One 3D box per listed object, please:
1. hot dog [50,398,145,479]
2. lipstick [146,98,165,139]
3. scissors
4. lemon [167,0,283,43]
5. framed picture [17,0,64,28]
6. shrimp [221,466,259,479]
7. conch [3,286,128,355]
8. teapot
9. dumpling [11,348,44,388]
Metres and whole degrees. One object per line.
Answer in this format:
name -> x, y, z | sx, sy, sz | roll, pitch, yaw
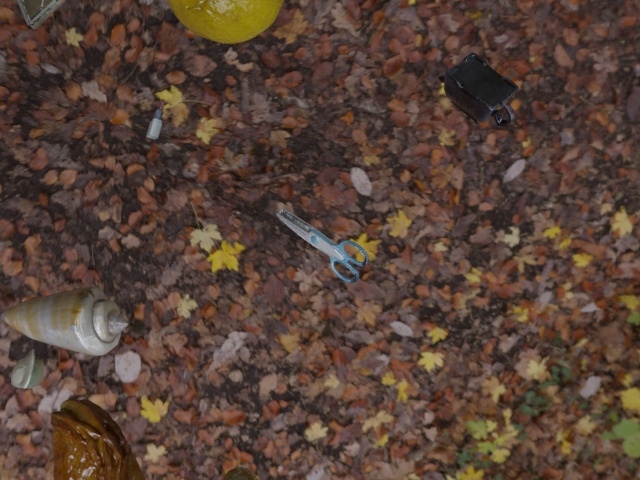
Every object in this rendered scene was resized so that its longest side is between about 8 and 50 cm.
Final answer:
hot dog -> -0.283, 0.335, 0.781 | 0.114, 0.175, 0.259 | -8, 68, -12
lipstick -> -0.414, -0.310, 1.509 | 0.025, 0.025, 0.107 | 20, 75, -33
scissors -> 0.000, 0.000, 0.668 | 0.119, 0.058, 0.014 | 36, 45, 9
lemon -> -0.210, -0.573, 1.309 | 0.292, 0.293, 0.293 | -4, 102, -19
framed picture -> -0.580, -0.621, 1.248 | 0.024, 0.314, 0.232 | -30, 102, -53
shrimp -> -0.080, 0.333, 0.567 | 0.062, 0.154, 0.294 | 1, 132, 2
conch -> -0.514, 0.146, 1.208 | 0.254, 0.158, 0.127 | 10, 122, -3
teapot -> 0.304, -0.281, 1.163 | 0.087, 0.096, 0.177 | -40, 72, -21
dumpling -> -0.437, 0.191, 0.889 | 0.043, 0.077, 0.060 | 17, 86, 0
